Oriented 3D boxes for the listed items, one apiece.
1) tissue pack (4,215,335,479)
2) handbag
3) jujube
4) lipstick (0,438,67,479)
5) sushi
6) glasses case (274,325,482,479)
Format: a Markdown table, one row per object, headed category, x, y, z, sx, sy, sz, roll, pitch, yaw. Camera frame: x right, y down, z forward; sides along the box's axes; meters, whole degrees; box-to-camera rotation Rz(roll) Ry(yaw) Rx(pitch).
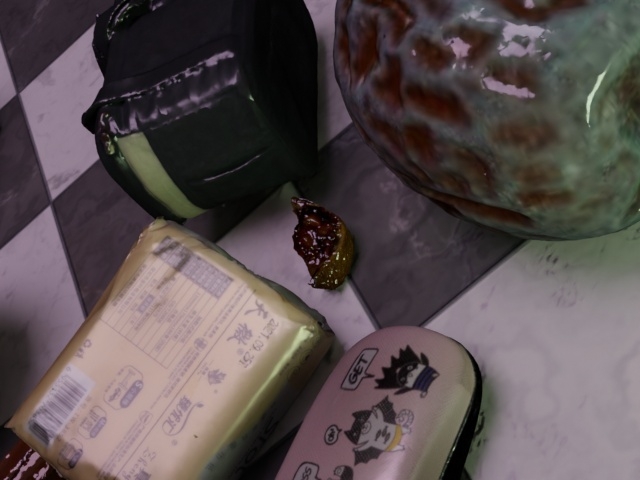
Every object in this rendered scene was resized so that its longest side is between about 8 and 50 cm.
| category | x | y | z | sx | sy | sz | roll | pitch | yaw |
| --- | --- | --- | --- | --- | --- | --- | --- | --- | --- |
| tissue pack | -0.117 | 0.110 | 0.972 | 0.186 | 0.090 | 0.222 | 31 | 80 | 23 |
| handbag | -0.104 | -0.140 | 1.128 | 0.181 | 0.181 | 0.254 | -19 | 47 | 20 |
| jujube | 0.135 | -0.138 | 0.884 | 0.308 | 0.215 | 0.246 | 26 | 77 | 50 |
| lipstick | -0.240 | 0.199 | 1.057 | 0.418 | 0.077 | 0.077 | -51 | 40 | -5 |
| sushi | 0.000 | 0.000 | 1.024 | 0.050 | 0.047 | 0.099 | -36 | 43 | 9 |
| glasses case | 0.016 | 0.200 | 0.829 | 0.122 | 0.075 | 0.314 | 5 | 63 | 47 |
